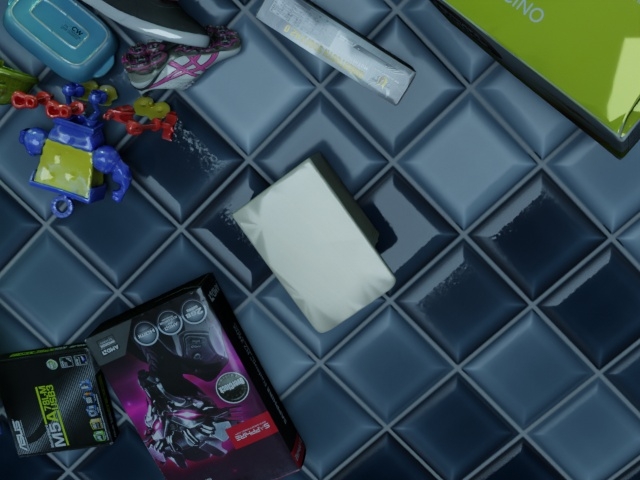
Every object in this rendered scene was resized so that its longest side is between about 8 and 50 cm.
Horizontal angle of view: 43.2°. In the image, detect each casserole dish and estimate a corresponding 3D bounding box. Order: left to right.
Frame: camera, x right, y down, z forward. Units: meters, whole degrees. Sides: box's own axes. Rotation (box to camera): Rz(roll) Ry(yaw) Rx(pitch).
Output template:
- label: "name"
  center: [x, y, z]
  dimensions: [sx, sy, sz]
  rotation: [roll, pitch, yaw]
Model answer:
- label: "casserole dish"
  center: [-0.402, -0.328, 1.249]
  dimensions: [0.188, 0.037, 0.114]
  rotation: [39, 73, -4]

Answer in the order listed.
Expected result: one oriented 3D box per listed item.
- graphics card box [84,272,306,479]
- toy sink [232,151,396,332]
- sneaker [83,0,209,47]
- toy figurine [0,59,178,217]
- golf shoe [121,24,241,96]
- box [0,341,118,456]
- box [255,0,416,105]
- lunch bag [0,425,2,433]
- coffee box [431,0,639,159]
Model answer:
- label: "graphics card box"
  center: [-0.208, 0.267, 1.389]
  dimensions: [0.232, 0.094, 0.371]
  rotation: [-24, 101, 11]
- label: "toy sink"
  center: [0.000, 0.000, 1.278]
  dimensions: [0.152, 0.131, 0.234]
  rotation: [-36, 94, 13]
- label: "sneaker"
  center: [-0.271, -0.399, 1.188]
  dimensions: [0.295, 0.104, 0.147]
  rotation: [31, 108, 14]
- label: "toy figurine"
  center: [-0.423, -0.137, 1.259]
  dimensions: [0.362, 0.191, 0.217]
  rotation: [16, 111, 2]
- label: "golf shoe"
  center: [-0.211, -0.281, 1.265]
  dimensions: [0.186, 0.067, 0.086]
  rotation: [-14, 141, 1]
- label: "box"
  center: [-0.472, 0.284, 1.443]
  dimensions: [0.184, 0.045, 0.191]
  rotation: [-9, 103, 5]
- label: "box"
  center: [0.029, -0.284, 1.172]
  dimensions: [0.231, 0.183, 0.056]
  rotation: [31, 106, -4]
- label: "lunch bag"
  center: [-0.749, 0.225, 1.358]
  dimensions: [0.385, 0.239, 0.328]
  rotation: [-17, 101, 17]
- label: "coffee box"
  center: [0.355, -0.343, 1.003]
  dimensions: [0.337, 0.334, 0.338]
  rotation: [42, 106, 14]
